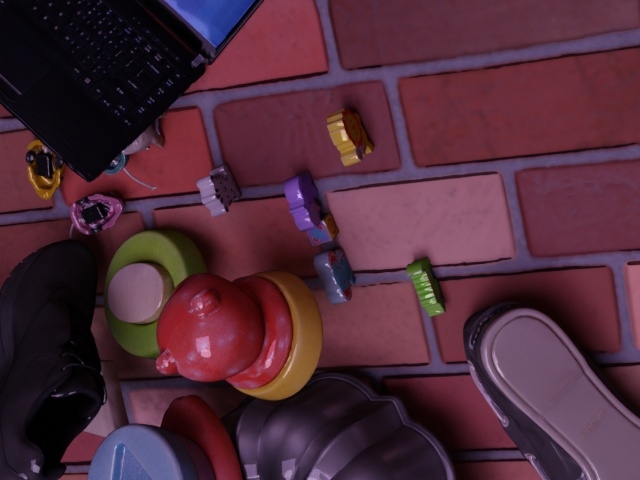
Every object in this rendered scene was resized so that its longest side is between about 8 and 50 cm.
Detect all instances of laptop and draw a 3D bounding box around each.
[{"bbox_3d":[-0.196,-0.235,1.250,0.234,0.264,0.136,43,155,-1],"label":"laptop"}]

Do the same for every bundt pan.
[{"bbox_3d":[-0.017,0.299,1.356,0.331,0.124,0.331,5,99,32],"label":"bundt pan"}]

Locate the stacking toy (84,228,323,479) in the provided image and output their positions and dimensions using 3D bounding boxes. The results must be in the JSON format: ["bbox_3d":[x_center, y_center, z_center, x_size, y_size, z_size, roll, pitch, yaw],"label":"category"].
[{"bbox_3d":[-0.170,0.135,1.312,0.279,0.130,0.309,32,106,38],"label":"stacking toy"}]

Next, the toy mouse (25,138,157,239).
[{"bbox_3d":[-0.223,-0.064,1.390,0.143,0.031,0.161,4,113,18],"label":"toy mouse"}]

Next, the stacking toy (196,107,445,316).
[{"bbox_3d":[0.000,0.000,1.328,0.167,0.052,0.221,-20,104,25],"label":"stacking toy"}]

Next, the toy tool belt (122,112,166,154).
[{"bbox_3d":[-0.177,-0.127,1.346,0.052,0.051,0.083,-8,96,38],"label":"toy tool belt"}]

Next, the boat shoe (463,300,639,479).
[{"bbox_3d":[0.251,0.191,1.309,0.112,0.095,0.335,-39,101,-8],"label":"boat shoe"}]

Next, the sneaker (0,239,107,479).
[{"bbox_3d":[-0.252,0.122,1.328,0.130,0.286,0.109,-13,141,33],"label":"sneaker"}]
